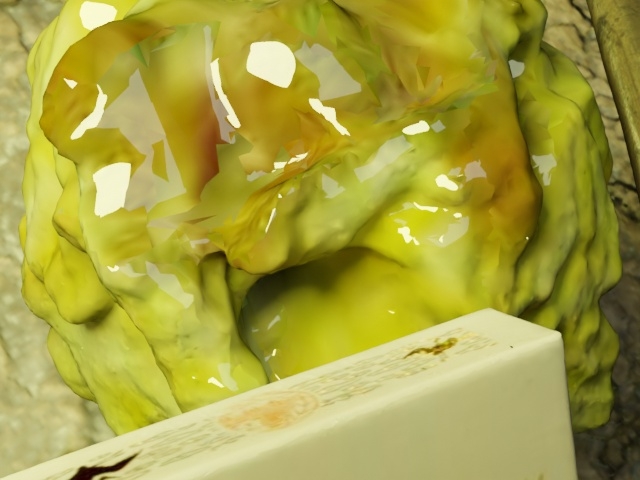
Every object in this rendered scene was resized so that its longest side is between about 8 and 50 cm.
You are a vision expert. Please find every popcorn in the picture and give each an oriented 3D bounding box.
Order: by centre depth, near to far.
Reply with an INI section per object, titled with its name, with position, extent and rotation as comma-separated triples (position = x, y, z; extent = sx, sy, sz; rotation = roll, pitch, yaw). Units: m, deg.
[popcorn]
position = 0.001, -0.005, 0.621
extent = 0.293, 0.237, 0.293
rotation = 8, 57, -12

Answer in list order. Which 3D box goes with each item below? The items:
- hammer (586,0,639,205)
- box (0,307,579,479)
[hammer]
position = 0.141, -0.102, 0.709
extent = 0.044, 0.168, 0.440
rotation = -19, 40, 14
[box]
position = 0.010, 0.224, 0.507
extent = 0.204, 0.051, 0.365
rotation = -17, 108, -26
